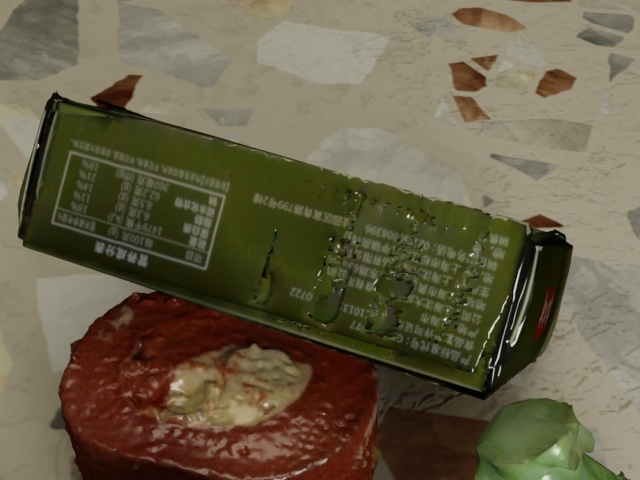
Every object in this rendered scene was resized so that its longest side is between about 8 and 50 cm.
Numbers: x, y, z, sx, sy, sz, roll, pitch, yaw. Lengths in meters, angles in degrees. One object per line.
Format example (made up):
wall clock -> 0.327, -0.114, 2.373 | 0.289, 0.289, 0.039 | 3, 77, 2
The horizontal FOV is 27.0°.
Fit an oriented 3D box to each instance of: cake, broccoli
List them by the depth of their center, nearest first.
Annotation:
broccoli -> 0.186, 0.247, 0.966 | 0.269, 0.270, 0.270 | -16, 21, 6
cake -> -0.089, 0.160, 1.134 | 0.282, 0.151, 0.177 | 16, 54, 13

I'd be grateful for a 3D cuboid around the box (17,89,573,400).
box -> 0.000, 0.000, 1.186 | 0.420, 0.138, 0.373 | 17, 2, 14
